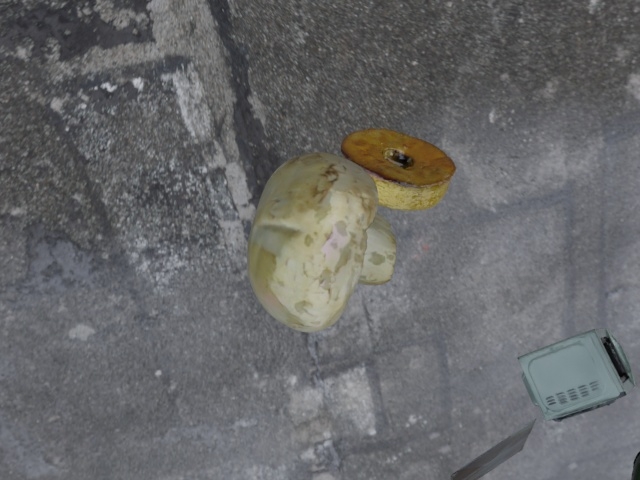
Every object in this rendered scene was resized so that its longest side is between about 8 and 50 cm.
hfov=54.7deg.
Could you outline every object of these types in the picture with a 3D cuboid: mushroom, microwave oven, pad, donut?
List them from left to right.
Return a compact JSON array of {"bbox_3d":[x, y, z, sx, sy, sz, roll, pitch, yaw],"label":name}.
[{"bbox_3d":[0.000,0.000,0.486,0.112,0.148,0.148,8,116,-8],"label":"mushroom"},{"bbox_3d":[0.097,-0.090,0.804,0.152,0.152,0.058,-1,125,-12],"label":"donut"},{"bbox_3d":[0.292,0.378,1.061,0.163,0.004,0.243,-31,149,-6],"label":"pad"},{"bbox_3d":[0.460,0.238,1.103,0.162,0.122,0.208,-29,159,25],"label":"microwave oven"}]

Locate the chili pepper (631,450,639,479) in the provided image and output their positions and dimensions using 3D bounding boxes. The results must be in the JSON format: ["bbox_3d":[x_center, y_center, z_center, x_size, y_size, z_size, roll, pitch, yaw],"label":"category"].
[{"bbox_3d":[0.636,0.434,1.096,0.165,0.174,0.261,39,63,-28],"label":"chili pepper"}]
